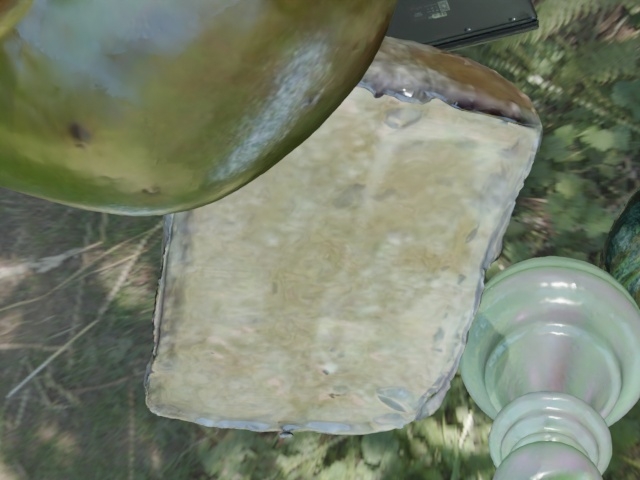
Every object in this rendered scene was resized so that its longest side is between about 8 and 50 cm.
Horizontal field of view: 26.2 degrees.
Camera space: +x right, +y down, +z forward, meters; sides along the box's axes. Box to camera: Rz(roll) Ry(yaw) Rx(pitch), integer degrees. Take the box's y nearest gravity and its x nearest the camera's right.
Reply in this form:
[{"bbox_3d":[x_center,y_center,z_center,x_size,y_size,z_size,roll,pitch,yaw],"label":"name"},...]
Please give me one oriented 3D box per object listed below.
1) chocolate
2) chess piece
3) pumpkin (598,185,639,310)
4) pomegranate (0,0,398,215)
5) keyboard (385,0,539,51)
[{"bbox_3d":[0.000,0.000,0.777,0.185,0.100,0.303,4,136,-10],"label":"chocolate"},{"bbox_3d":[0.152,0.123,0.905,0.139,0.272,0.139,4,115,9],"label":"chess piece"},{"bbox_3d":[0.404,0.043,1.210,0.315,0.238,0.315,6,52,-7],"label":"pumpkin"},{"bbox_3d":[-0.077,-0.087,0.391,0.181,0.224,0.182,9,111,24],"label":"pomegranate"},{"bbox_3d":[0.104,-0.223,1.343,0.230,0.025,0.094,-16,77,-21],"label":"keyboard"}]
